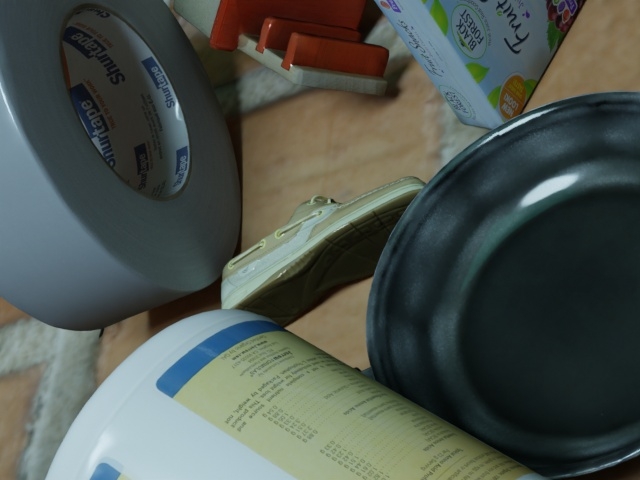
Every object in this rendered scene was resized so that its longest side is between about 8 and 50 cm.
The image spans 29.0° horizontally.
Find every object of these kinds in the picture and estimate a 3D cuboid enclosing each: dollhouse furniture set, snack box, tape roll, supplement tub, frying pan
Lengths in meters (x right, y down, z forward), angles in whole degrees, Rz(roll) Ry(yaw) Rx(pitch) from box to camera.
[{"bbox_3d":[0.012,-0.228,0.704,0.135,0.262,0.259,36,117,45],"label":"dollhouse furniture set"},{"bbox_3d":[0.079,-0.138,0.639,0.037,0.141,0.100,18,70,43],"label":"snack box"},{"bbox_3d":[-0.133,-0.063,0.684,0.072,0.219,0.219,-23,47,22],"label":"tape roll"},{"bbox_3d":[0.009,0.127,0.456,0.200,0.144,0.144,28,76,26],"label":"supplement tub"},{"bbox_3d":[0.068,0.067,0.556,0.326,0.053,0.197,-47,43,-1],"label":"frying pan"}]

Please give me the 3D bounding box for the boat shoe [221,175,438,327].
[{"bbox_3d":[0.000,0.000,0.659,0.135,0.050,0.045,-30,50,14],"label":"boat shoe"}]
